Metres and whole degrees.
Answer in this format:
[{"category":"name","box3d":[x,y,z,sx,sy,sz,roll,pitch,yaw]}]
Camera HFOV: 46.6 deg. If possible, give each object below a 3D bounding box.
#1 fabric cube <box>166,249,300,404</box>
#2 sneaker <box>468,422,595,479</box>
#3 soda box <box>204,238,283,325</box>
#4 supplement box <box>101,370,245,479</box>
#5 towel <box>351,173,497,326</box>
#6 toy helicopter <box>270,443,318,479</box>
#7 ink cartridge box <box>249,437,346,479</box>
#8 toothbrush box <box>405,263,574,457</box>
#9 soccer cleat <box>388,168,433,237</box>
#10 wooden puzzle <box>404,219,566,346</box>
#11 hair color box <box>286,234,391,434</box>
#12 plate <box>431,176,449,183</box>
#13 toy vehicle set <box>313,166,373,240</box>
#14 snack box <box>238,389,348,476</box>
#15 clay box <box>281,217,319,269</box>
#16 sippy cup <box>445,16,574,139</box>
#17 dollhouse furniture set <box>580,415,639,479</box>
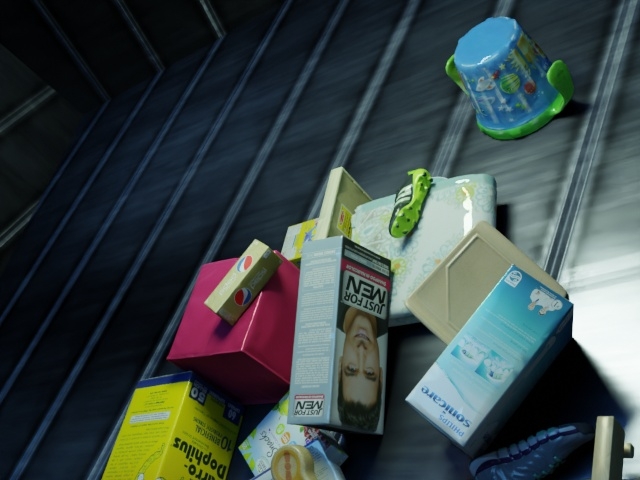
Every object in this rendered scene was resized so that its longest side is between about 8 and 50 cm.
[{"category":"fabric cube","box3d":[-0.153,0.212,1.737,0.259,0.254,0.258,-11,50,37]},{"category":"sneaker","box3d":[0.361,0.378,1.231,0.224,0.083,0.098,-31,59,27]},{"category":"soda box","box3d":[-0.165,0.090,1.603,0.181,0.058,0.061,-51,38,-9]},{"category":"supplement box","box3d":[-0.343,0.508,1.687,0.195,0.194,0.356,-16,46,35]},{"category":"towel","box3d":[0.218,0.032,1.662,0.375,0.090,0.320,-15,55,36]},{"category":"toy helicopter","box3d":[0.008,0.522,1.312,0.235,0.140,0.355,-49,54,14]},{"category":"ink cartridge box","box3d":[-0.038,0.530,1.417,0.223,0.045,0.224,-34,59,11]},{"category":"toothbrush box","box3d":[0.301,0.218,1.284,0.126,0.216,0.295,35,84,27]},{"category":"soccer cleat","box3d":[0.191,-0.081,1.658,0.072,0.060,0.179,1,58,54]},{"category":"wooden puzzle","box3d":[0.320,0.113,1.450,0.221,0.044,0.238,43,86,13]},{"category":"hair color box","box3d":[0.045,0.198,1.523,0.114,0.185,0.374,-10,66,38]},{"category":"plate","box3d":[0.253,-0.074,1.803,0.188,0.024,0.188,-26,39,24]},{"category":"toy vehicle set","box3d":[0.063,-0.031,1.829,0.035,0.166,0.266,-16,45,35]},{"category":"snack box","box3d":[-0.062,0.448,1.569,0.174,0.070,0.207,-48,34,0]},{"category":"clay box","box3d":[0.000,0.000,1.959,0.222,0.053,0.127,-14,46,34]},{"category":"sippy cup","box3d":[0.437,-0.398,1.764,0.306,0.224,0.240,-17,45,33]},{"category":"dollhouse furniture set","box3d":[0.402,0.364,1.119,0.123,0.151,0.144,-11,46,39]}]
